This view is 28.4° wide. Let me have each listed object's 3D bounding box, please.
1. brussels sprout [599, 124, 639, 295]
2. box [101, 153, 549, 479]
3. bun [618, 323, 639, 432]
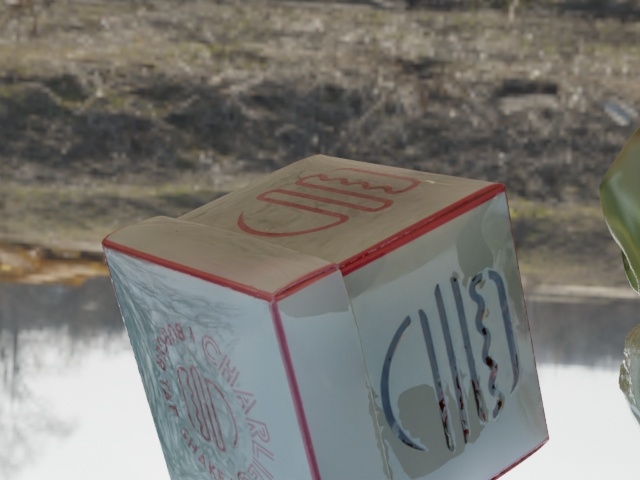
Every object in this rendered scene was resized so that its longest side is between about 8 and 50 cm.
[{"bbox_3d":[0.367,0.038,0.855,0.371,0.276,0.315,44,172,26],"label":"brussels sprout"},{"bbox_3d":[0.009,0.109,1.293,0.300,0.314,0.312,-27,-156,-32],"label":"box"},{"bbox_3d":[0.455,0.143,1.577,0.231,0.231,0.133,5,-164,-38],"label":"bun"}]
